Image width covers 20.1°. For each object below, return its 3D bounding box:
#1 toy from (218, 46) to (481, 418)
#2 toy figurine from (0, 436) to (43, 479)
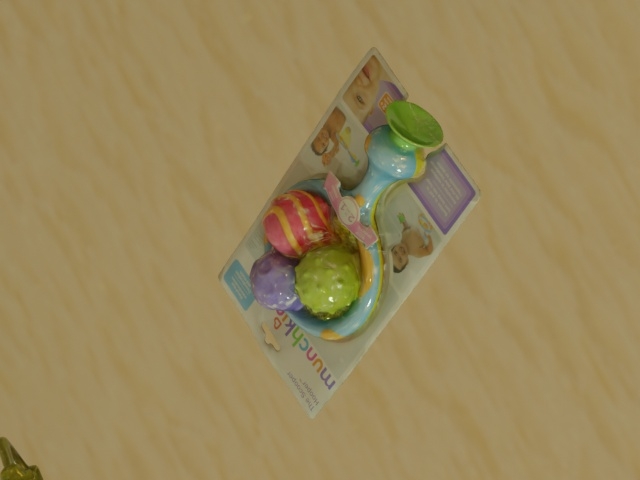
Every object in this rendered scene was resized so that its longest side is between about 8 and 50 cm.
[{"bbox_3d":[0.000,0.000,1.227,0.056,0.137,0.237,-5,141,-45],"label":"toy"},{"bbox_3d":[-0.164,0.309,1.106,0.217,0.191,0.362,-47,-144,-6],"label":"toy figurine"}]
